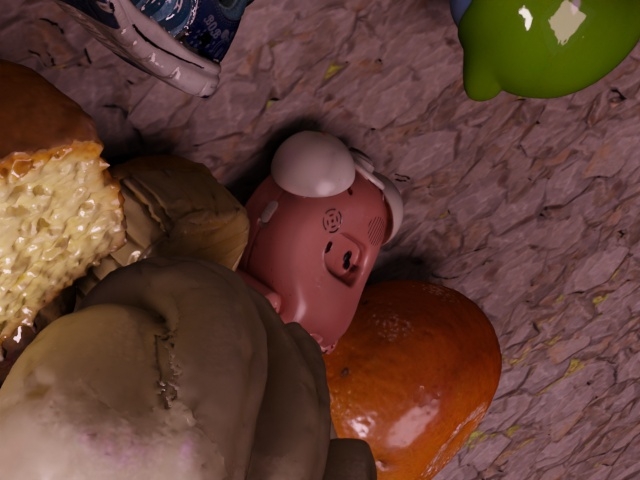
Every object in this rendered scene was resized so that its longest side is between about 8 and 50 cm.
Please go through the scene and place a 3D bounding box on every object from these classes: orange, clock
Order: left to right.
[{"bbox_3d":[0.000,0.000,1.590,0.162,0.093,0.166,-61,148,-3],"label":"clock"},{"bbox_3d":[0.062,0.134,1.794,0.224,0.170,0.224,-47,165,-17],"label":"orange"}]

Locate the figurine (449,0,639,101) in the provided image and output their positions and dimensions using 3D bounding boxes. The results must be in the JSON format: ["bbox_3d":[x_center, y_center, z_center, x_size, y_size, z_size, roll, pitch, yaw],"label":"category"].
[{"bbox_3d":[0.185,-0.221,1.450,0.162,0.143,0.263,-13,133,-42],"label":"figurine"}]

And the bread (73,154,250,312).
[{"bbox_3d":[-0.146,0.034,1.497,0.140,0.106,0.236,-20,147,-44],"label":"bread"}]

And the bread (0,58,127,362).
[{"bbox_3d":[-0.295,-0.004,1.237,0.340,0.179,0.194,-39,152,3],"label":"bread"}]

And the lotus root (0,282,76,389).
[{"bbox_3d":[-0.256,0.056,1.415,0.138,0.138,0.214,-15,157,-31],"label":"lotus root"}]

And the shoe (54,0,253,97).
[{"bbox_3d":[-0.117,-0.177,1.271,0.106,0.091,0.207,-59,144,-3],"label":"shoe"}]

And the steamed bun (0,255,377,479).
[{"bbox_3d":[-0.085,0.198,1.325,0.339,0.247,0.352,-43,148,-53],"label":"steamed bun"}]
